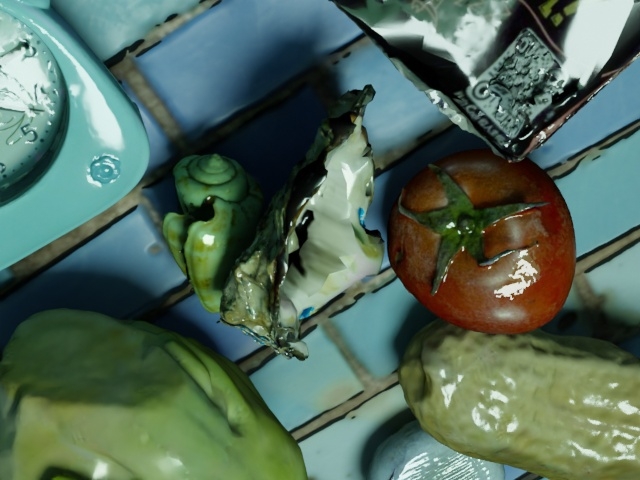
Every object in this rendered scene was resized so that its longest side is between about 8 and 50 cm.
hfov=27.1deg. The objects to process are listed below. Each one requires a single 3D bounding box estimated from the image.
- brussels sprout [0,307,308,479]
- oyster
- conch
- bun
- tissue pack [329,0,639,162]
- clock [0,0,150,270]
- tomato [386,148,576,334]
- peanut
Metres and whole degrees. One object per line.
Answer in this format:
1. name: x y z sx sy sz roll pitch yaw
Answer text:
1. brussels sprout: -0.164 0.226 1.117 0.344 0.268 0.344 -4 121 -6
2. oyster: -0.008 -0.004 1.085 0.092 0.198 0.260 21 149 17
3. conch: -0.090 0.006 1.104 0.079 0.106 0.170 14 129 19
4. bun: 0.109 0.235 1.321 0.140 0.083 0.141 -6 112 -14
5. tissue pack: 0.188 -0.240 1.019 0.332 0.123 0.245 -43 118 16
6. clock: -0.273 -0.110 0.981 0.223 0.094 0.274 -28 123 1
7. tomato: 0.148 0.005 1.152 0.167 0.167 0.167 -8 123 -12
8. peanut: 0.210 0.155 1.260 0.291 0.159 0.143 15 71 -14
